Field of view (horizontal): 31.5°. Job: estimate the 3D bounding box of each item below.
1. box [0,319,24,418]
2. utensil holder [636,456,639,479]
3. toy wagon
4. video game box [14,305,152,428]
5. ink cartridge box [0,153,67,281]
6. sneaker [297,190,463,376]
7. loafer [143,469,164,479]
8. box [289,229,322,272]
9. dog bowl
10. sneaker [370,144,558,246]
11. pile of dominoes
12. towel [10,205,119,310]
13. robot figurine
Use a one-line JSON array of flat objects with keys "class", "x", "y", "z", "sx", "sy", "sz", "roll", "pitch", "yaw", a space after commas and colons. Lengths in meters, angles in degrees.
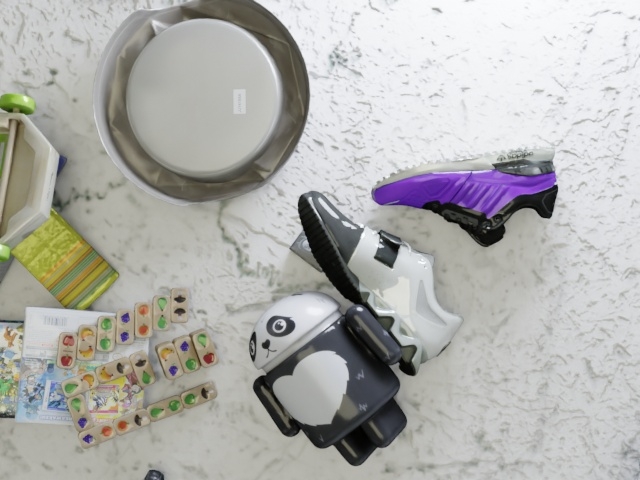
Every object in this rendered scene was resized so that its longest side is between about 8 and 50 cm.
[{"class": "box", "x": -0.531, "y": 0.212, "z": 1.878, "sx": 0.233, "sy": 0.044, "sz": 0.159, "roll": 2, "pitch": 90, "yaw": -4}, {"class": "utensil holder", "x": 0.558, "y": 0.529, "z": 1.612, "sx": 0.327, "sy": 0.327, "sz": 0.386, "roll": 19, "pitch": 90, "yaw": 7}, {"class": "toy wagon", "x": -0.593, "y": -0.104, "z": 1.813, "sx": 0.344, "sy": 0.068, "sz": 0.267, "roll": 3, "pitch": 75, "yaw": 11}, {"class": "video game box", "x": -0.384, "y": 0.207, "z": 1.847, "sx": 0.205, "sy": 0.048, "sz": 0.187, "roll": 6, "pitch": 88, "yaw": -14}, {"class": "ink cartridge box", "x": -0.630, "y": -0.078, "z": 1.899, "sx": 0.303, "sy": 0.072, "sz": 0.307, "roll": 30, "pitch": 96, "yaw": 6}, {"class": "sneaker", "x": 0.096, "y": 0.039, "z": 1.786, "sx": 0.146, "sy": 0.122, "sz": 0.330, "roll": -38, "pitch": 94, "yaw": -15}, {"class": "loafer", "x": -0.334, "y": 0.465, "z": 1.861, "sx": 0.078, "sy": 0.076, "sz": 0.223, "roll": 33, "pitch": 98, "yaw": -2}, {"class": "box", "x": 0.000, "y": 0.000, "z": 1.841, "sx": 0.067, "sy": 0.018, "sz": 0.083, "roll": 38, "pitch": 95, "yaw": 5}, {"class": "dog bowl", "x": -0.182, "y": -0.225, "z": 1.821, "sx": 0.348, "sy": 0.102, "sz": 0.349, "roll": 0, "pitch": 91, "yaw": 7}, {"class": "sneaker", "x": 0.228, "y": -0.058, "z": 1.770, "sx": 0.293, "sy": 0.102, "sz": 0.146, "roll": -8, "pitch": 90, "yaw": 7}, {"class": "pile of dominoes", "x": -0.294, "y": 0.204, "z": 1.825, "sx": 0.251, "sy": 0.040, "sz": 0.196, "roll": -21, "pitch": 96, "yaw": -13}, {"class": "towel", "x": -0.447, "y": 0.009, "z": 1.862, "sx": 0.102, "sy": 0.021, "sz": 0.237, "roll": -43, "pitch": 102, "yaw": -5}, {"class": "robot figurine", "x": 0.011, "y": 0.210, "z": 1.764, "sx": 0.209, "sy": 0.173, "sz": 0.278, "roll": -37, "pitch": 86, "yaw": -12}]
